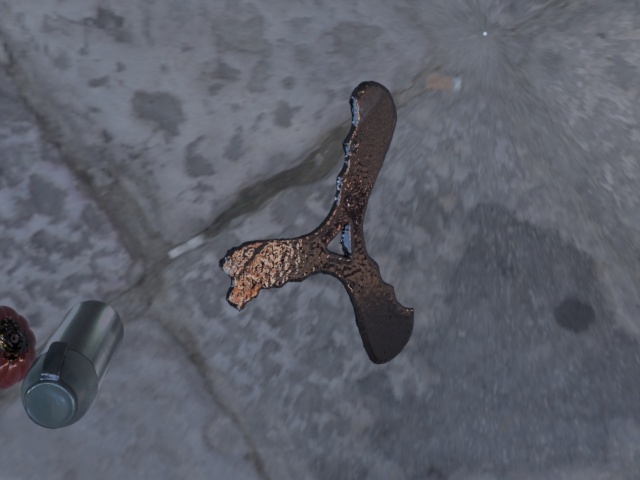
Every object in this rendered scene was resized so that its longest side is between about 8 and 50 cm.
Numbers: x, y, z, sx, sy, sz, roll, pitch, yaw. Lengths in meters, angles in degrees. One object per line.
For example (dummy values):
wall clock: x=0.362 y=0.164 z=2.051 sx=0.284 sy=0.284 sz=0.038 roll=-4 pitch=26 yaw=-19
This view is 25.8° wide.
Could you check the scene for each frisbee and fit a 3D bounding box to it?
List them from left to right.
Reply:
frisbee: x=0.000 y=0.000 z=0.963 sx=0.012 sy=0.187 sz=0.211 roll=11 pitch=108 yaw=43

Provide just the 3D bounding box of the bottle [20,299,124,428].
bottle: x=-0.282 y=0.134 z=1.603 sx=0.080 sy=0.253 sz=0.096 roll=5 pitch=107 yaw=2

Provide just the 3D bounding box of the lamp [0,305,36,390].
lamp: x=-0.400 y=0.131 z=1.713 sx=0.092 sy=0.107 sz=0.107 roll=-22 pitch=96 yaw=43
